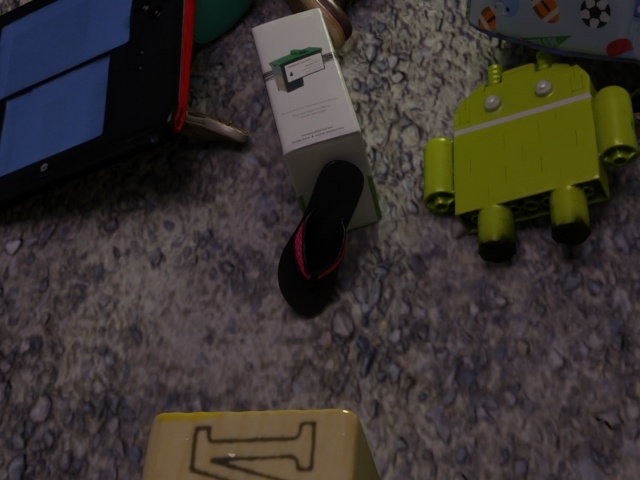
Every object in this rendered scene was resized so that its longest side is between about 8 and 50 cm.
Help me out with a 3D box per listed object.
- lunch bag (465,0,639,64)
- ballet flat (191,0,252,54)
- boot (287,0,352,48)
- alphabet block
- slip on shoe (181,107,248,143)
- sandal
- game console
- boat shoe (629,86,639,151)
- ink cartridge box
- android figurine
[{"bbox_3d":[0.336,-0.304,1.364,0.303,0.115,0.243,22,36,30],"label":"lunch bag"},{"bbox_3d":[-0.206,-0.288,1.543,0.096,0.095,0.280,24,62,36],"label":"ballet flat"},{"bbox_3d":[0.043,-0.377,1.548,0.207,0.090,0.248,-28,48,-5],"label":"boot"},{"bbox_3d":[-0.052,0.279,1.008,0.193,0.192,0.197,-2,54,10],"label":"alphabet block"},{"bbox_3d":[-0.154,-0.141,1.451,0.135,0.051,0.041,20,100,17],"label":"slip on shoe"},{"bbox_3d":[0.000,0.000,1.233,0.067,0.179,0.040,15,15,-12],"label":"sandal"},{"bbox_3d":[-0.330,-0.207,1.464,0.386,0.060,0.342,-19,48,23],"label":"game console"},{"bbox_3d":[0.414,-0.168,1.311,0.183,0.066,0.066,-34,53,-12],"label":"boat shoe"},{"bbox_3d":[-0.005,-0.139,1.335,0.092,0.160,0.219,-17,50,1],"label":"ink cartridge box"},{"bbox_3d":[0.234,-0.106,1.291,0.248,0.056,0.273,-13,52,25],"label":"android figurine"}]
